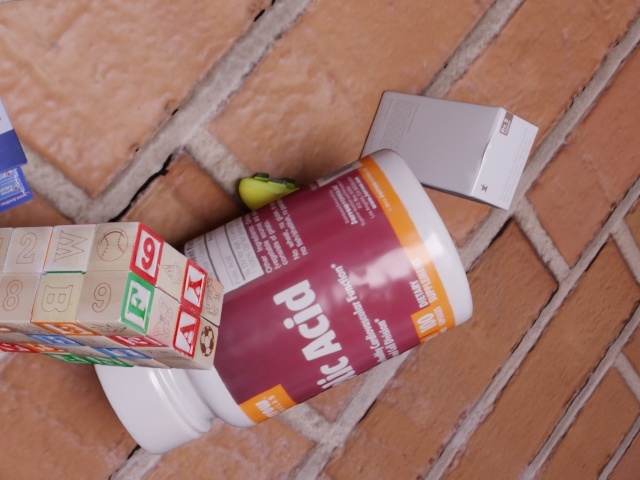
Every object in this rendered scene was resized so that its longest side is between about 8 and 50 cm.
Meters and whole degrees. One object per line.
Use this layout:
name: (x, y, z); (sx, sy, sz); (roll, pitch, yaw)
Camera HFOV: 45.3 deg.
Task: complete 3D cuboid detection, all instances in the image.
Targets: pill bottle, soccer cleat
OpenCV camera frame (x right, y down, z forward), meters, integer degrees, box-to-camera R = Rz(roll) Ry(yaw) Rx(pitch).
pill bottle: (-0.047, 0.074, 0.880); (0.392, 0.224, 0.224); (-26, 122, -1)
soccer cleat: (0.001, 0.001, 1.037); (0.289, 0.093, 0.121); (26, 92, -39)

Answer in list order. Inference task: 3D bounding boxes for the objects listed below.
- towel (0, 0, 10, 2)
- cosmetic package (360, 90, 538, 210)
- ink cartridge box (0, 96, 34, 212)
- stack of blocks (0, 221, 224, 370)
towel: (-0.198, -0.390, 0.724); (0.312, 0.056, 0.324); (-20, 142, -32)
cosmetic package: (0.163, -0.124, 1.022); (0.085, 0.231, 0.117); (16, 96, -38)
ink cartridge box: (-0.407, -0.137, 0.719); (0.186, 0.065, 0.311); (-28, 121, -25)
stack of blocks: (-0.264, 0.058, 0.729); (0.171, 0.297, 0.087); (51, 42, -62)
